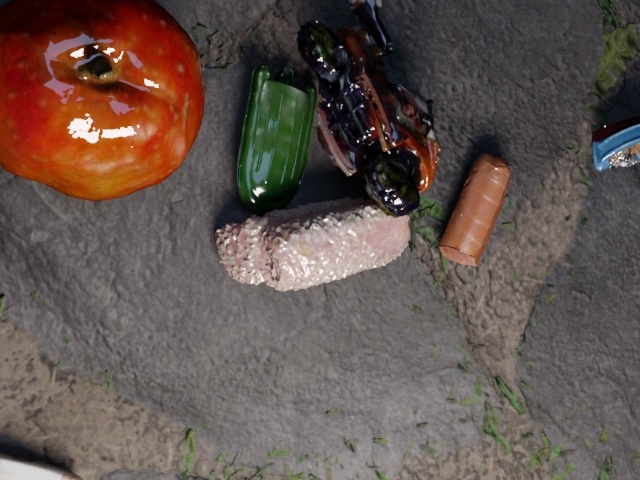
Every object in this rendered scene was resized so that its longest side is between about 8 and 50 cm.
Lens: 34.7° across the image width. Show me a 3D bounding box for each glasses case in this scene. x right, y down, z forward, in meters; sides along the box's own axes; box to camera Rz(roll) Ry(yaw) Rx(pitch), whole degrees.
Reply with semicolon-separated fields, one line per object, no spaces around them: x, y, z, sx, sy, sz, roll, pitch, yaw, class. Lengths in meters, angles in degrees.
-0.365;0.279;1.224;0.164;0.063;0.041;15;79;-10;glasses case

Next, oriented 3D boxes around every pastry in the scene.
0.001;0.002;1.339;0.265;0.112;0.103;-11;100;-12;pastry

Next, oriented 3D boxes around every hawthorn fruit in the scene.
-0.268;-0.179;1.198;0.287;0.330;0.287;-1;92;-17;hawthorn fruit

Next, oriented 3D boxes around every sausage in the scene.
0.222;-0.051;1.430;0.065;0.065;0.169;26;75;-8;sausage

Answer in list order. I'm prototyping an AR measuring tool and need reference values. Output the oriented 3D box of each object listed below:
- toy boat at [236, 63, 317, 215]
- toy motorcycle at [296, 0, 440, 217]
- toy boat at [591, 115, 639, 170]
-0.061;-0.136;1.380;0.104;0.052;0.210;16;77;-31;toy boat
0.055;-0.217;1.371;0.207;0.134;0.401;-10;70;-58;toy motorcycle
0.496;-0.133;1.490;0.223;0.100;0.097;-12;69;-14;toy boat
